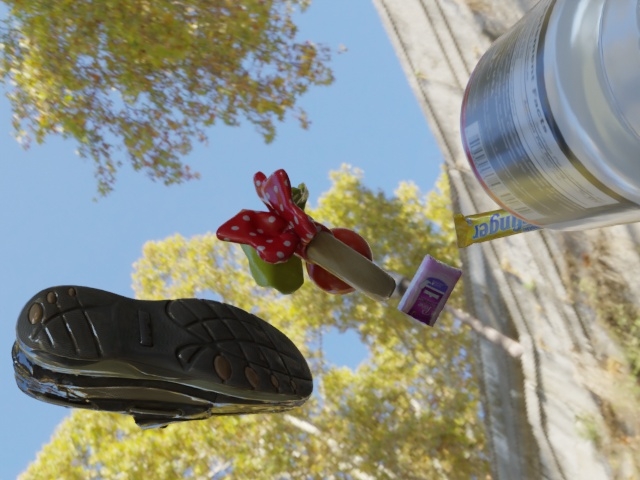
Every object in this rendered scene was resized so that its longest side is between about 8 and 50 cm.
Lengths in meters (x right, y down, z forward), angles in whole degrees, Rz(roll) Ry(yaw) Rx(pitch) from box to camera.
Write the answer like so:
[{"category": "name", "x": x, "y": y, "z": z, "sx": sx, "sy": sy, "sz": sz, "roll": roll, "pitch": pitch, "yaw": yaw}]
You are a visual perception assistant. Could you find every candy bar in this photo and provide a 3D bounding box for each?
[{"category": "candy bar", "x": 0.231, "y": -0.025, "z": 1.031, "sx": 0.018, "sy": 0.162, "sz": 0.040, "roll": -2, "pitch": -99, "yaw": -66}]

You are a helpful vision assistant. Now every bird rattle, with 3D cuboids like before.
[{"category": "bird rattle", "x": 0.000, "y": 0.000, "z": 1.050, "sx": 0.207, "sy": 0.253, "sz": 0.143, "roll": 30, "pitch": -100, "yaw": -1}]

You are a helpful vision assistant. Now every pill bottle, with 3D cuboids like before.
[{"category": "pill bottle", "x": 0.192, "y": -0.092, "z": 0.535, "sx": 0.161, "sy": 0.283, "sz": 0.161, "roll": 0, "pitch": -92, "yaw": -5}]

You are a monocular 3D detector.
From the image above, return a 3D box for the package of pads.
[{"category": "package of pads", "x": 0.138, "y": 0.063, "z": 1.146, "sx": 0.050, "sy": 0.032, "sz": 0.083, "roll": 26, "pitch": -81, "yaw": -9}]

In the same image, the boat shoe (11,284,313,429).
[{"category": "boat shoe", "x": -0.182, "y": 0.146, "z": 1.057, "sx": 0.355, "sy": 0.132, "sz": 0.130, "roll": 16, "pitch": -50, "yaw": -23}]
